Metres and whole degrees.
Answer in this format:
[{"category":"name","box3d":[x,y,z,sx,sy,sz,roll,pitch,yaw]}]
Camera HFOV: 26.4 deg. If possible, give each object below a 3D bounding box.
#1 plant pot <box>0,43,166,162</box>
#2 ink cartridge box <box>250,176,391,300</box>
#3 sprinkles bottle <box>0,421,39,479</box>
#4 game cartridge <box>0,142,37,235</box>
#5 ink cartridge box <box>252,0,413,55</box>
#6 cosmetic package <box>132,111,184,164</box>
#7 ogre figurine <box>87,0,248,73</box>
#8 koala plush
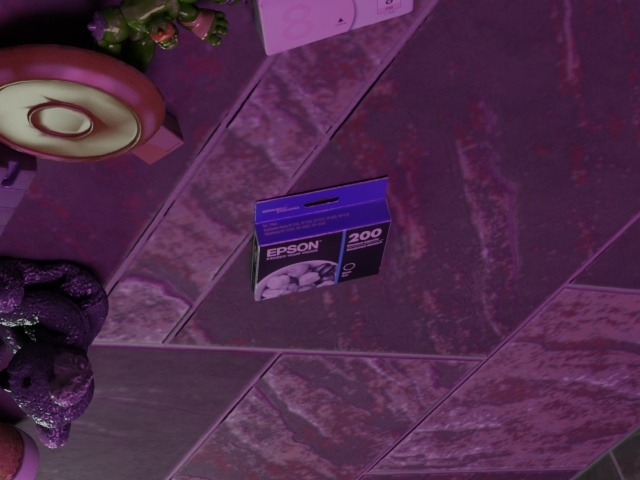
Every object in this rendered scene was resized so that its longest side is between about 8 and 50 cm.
[{"category":"plant pot","box3d":[-0.297,-0.148,1.575,0.236,0.032,0.236,2,155,1]},{"category":"ink cartridge box","box3d":[0.000,0.000,2.031,0.206,0.045,0.208,-12,146,-13]},{"category":"sprinkles bottle","box3d":[-0.570,0.295,2.085,0.121,0.121,0.355,-26,148,9]},{"category":"game cartridge","box3d":[-0.547,-0.049,1.638,0.355,0.068,0.230,6,144,-35]},{"category":"ink cartridge box","box3d":[0.011,-0.324,1.531,0.189,0.066,0.232,-18,152,-8]},{"category":"cosmetic package","box3d":[-0.226,-0.144,1.686,0.060,0.041,0.115,-31,147,17]},{"category":"ogre figurine","box3d":[-0.181,-0.248,1.513,0.197,0.097,0.118,-9,168,10]},{"category":"koala plush","box3d":[-0.374,0.162,1.897,0.203,0.221,0.196,-1,143,-28]}]
